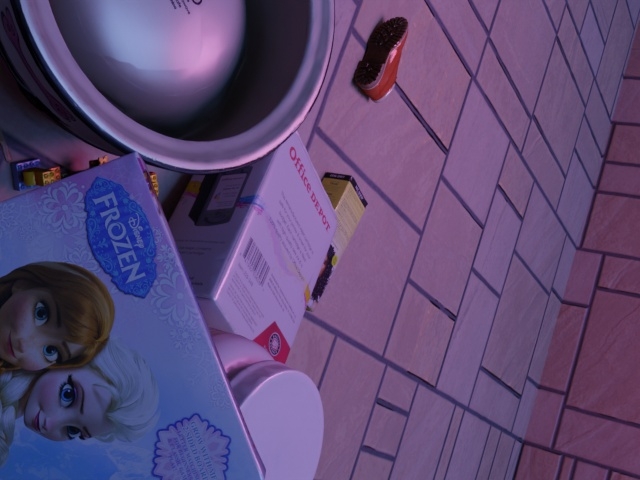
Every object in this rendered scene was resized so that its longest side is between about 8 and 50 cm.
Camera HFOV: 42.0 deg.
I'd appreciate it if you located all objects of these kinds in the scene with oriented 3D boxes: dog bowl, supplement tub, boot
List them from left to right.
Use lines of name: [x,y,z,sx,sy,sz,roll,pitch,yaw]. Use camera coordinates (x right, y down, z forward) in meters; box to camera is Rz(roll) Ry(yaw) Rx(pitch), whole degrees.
dog bowl: [-0.177,-0.270,0.903,0.408,0.150,0.407,1,89,-44]
supplement tub: [-0.184,0.203,0.945,0.235,0.325,0.235,-24,120,-52]
boot: [0.119,-0.327,1.513,0.157,0.059,0.084,-62,148,-11]

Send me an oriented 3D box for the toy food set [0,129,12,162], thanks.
toy food set: [-0.378,-0.081,0.846,0.122,0.019,0.077,-37,129,-37]

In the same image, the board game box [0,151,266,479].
board game box: [-0.253,0.124,0.745,0.066,0.318,0.318,118,-50,-82]

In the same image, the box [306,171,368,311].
box: [0.000,0.000,1.421,0.232,0.058,0.087,-64,145,-24]

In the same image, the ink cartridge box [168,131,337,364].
ink cartridge box: [-0.103,0.020,1.155,0.226,0.131,0.306,65,35,-44]

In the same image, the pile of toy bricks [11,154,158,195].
pile of toy bricks: [-0.247,-0.068,0.969,0.212,0.105,0.118,-24,119,-52]
